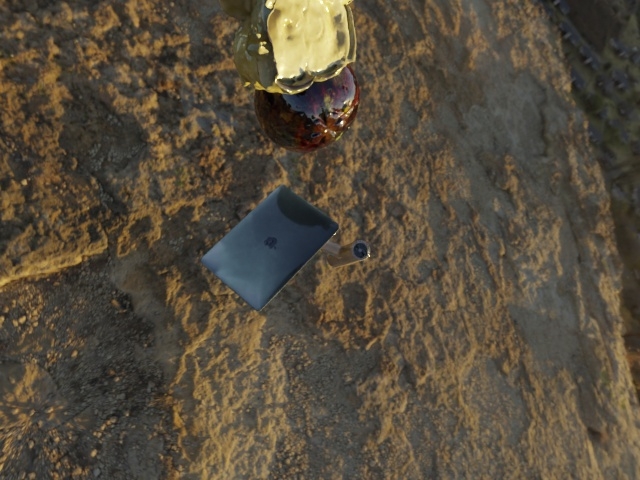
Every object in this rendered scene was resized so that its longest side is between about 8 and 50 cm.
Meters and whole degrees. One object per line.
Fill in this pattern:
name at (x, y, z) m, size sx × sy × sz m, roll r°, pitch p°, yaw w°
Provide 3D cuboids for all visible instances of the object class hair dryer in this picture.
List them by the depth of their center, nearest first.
hair dryer at (0.001, -0.003, 1.092) m, size 0.220 × 0.195 × 0.053 m, roll 31°, pitch 73°, yaw -11°

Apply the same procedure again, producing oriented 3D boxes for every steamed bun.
steamed bun at (-0.035, -0.263, 0.448) m, size 0.192 × 0.106 × 0.177 m, roll -38°, pitch 132°, yaw -36°

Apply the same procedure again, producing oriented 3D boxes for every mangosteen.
mangosteen at (-0.036, -0.334, 0.908) m, size 0.231 × 0.231 × 0.289 m, roll 7°, pitch 54°, yaw -32°

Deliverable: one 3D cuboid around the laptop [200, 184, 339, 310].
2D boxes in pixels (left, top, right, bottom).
laptop at (-0.109, 0.007, 0.921) m, size 0.188 × 0.015 × 0.269 m, roll 36°, pitch 69°, yaw 20°
